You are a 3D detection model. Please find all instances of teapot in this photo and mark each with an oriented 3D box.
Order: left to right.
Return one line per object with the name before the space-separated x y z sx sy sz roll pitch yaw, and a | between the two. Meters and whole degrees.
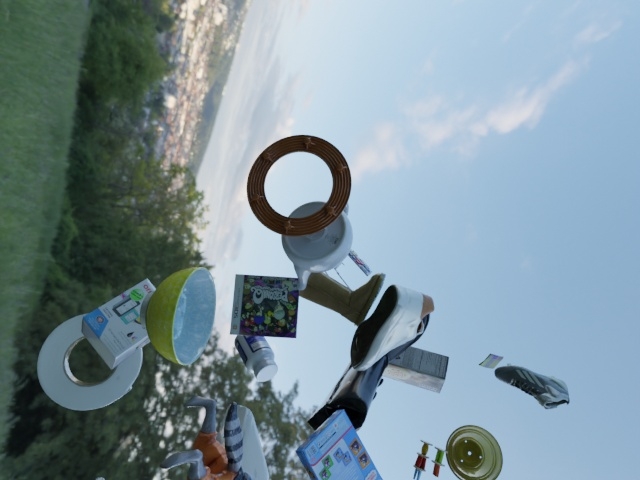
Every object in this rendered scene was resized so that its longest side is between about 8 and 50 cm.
teapot | 0.000 0.000 1.386 0.187 0.255 0.253 62 11 -63

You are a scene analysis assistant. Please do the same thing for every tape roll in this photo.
tape roll | -0.949 0.499 1.727 0.072 0.391 0.393 151 -49 -67

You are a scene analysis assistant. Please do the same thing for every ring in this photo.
ring | -0.071 -0.178 1.286 0.032 0.335 0.337 60 40 -75

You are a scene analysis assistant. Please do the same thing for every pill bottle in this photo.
pill bottle | -0.233 0.419 1.517 0.187 0.111 0.112 47 -58 43

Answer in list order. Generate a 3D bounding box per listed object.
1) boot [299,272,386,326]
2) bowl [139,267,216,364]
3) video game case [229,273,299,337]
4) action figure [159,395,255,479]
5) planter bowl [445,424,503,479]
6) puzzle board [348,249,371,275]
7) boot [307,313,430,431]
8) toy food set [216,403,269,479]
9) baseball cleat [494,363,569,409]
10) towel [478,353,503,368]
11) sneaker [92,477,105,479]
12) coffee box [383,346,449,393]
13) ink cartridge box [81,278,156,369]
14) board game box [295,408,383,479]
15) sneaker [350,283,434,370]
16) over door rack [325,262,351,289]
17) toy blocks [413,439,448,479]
boot | 0.068 0.161 1.470 0.236 0.269 0.089 -65 168 17
bowl | -0.446 0.219 1.256 0.289 0.155 0.290 5 90 -81
video game case | -0.191 0.229 1.444 0.042 0.231 0.211 108 -14 -79
action figure | -0.164 0.489 0.754 0.331 0.178 0.341 67 -15 -11
planter bowl | 0.583 0.825 1.598 0.216 0.090 0.218 -15 -125 23
puzzle board | 0.145 0.078 1.562 0.011 0.128 0.096 -44 172 15
boot | 0.169 0.380 1.288 0.367 0.146 0.445 -58 164 25
toy food set | -0.221 0.646 1.134 0.220 0.092 0.307 -89 168 -78
baseball cleat | 0.630 0.437 1.235 0.109 0.205 0.072 -57 148 -53
towel | 0.566 0.400 1.369 0.060 0.083 0.009 -57 -145 21
sneaker | -0.644 0.739 1.117 0.292 0.118 0.110 -42 170 31
coffee box | 0.358 0.489 1.609 0.141 0.246 0.098 86 23 -50
ink cartridge box | -0.753 0.326 1.632 0.270 0.198 0.197 -38 177 -40
board game box | 0.051 0.562 1.026 0.039 0.160 0.212 -33 -94 49
sneaker | 0.163 0.219 0.948 0.106 0.122 0.290 -93 -158 -43
over door rack | 0.072 0.214 2.045 0.108 0.239 0.325 -36 -129 15
toy blocks | 0.423 0.874 1.611 0.123 0.054 0.148 2 -113 51
